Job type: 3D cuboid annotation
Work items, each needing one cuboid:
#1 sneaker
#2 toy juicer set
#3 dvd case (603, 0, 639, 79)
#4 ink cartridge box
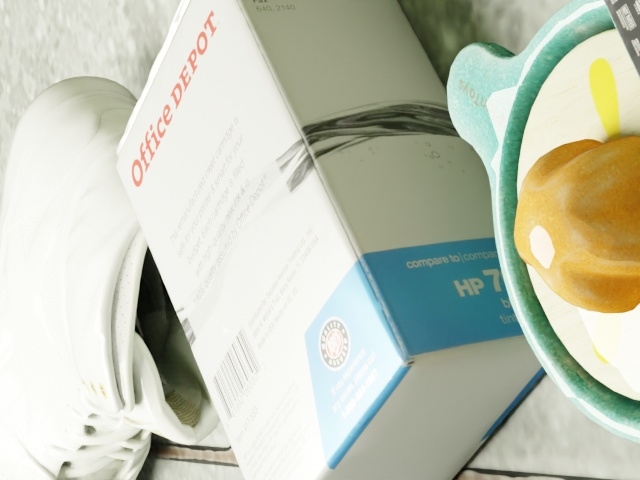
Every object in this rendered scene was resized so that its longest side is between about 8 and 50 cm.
[{"bbox_3d":[-0.112,0.082,0.847,0.169,0.108,0.292,42,130,52],"label":"sneaker"},{"bbox_3d":[0.111,-0.029,0.457,0.209,0.090,0.329,-55,50,50],"label":"toy juicer set"},{"bbox_3d":[0.126,-0.066,0.396,0.119,0.013,0.087,-42,47,31],"label":"dvd case"},{"bbox_3d":[0.000,0.000,0.660,0.139,0.082,0.190,-58,47,47],"label":"ink cartridge box"}]
